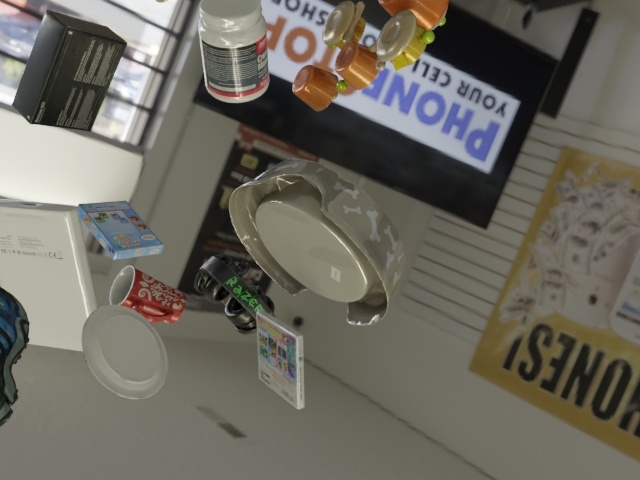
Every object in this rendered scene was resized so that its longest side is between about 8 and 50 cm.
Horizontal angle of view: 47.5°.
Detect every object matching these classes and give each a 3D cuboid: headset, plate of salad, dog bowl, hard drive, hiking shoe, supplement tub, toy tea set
[{"bbox_3d":[-0.224,0.129,2.032,0.243,0.185,0.394,47,165,-11],"label":"headset"},{"bbox_3d":[-0.383,0.218,1.418,0.199,0.048,0.200,37,-145,-31],"label":"plate of salad"},{"bbox_3d":[0.000,0.000,1.320,0.348,0.102,0.349,31,152,18],"label":"dog bowl"},{"bbox_3d":[-0.624,0.082,1.645,0.232,0.353,0.047,5,-154,16],"label":"hard drive"},{"bbox_3d":[-0.546,0.160,1.159,0.132,0.113,0.304,62,-179,-42],"label":"hiking shoe"},{"bbox_3d":[-0.245,-0.549,2.071,0.191,0.191,0.272,24,141,20],"label":"supplement tub"},{"bbox_3d":[0.095,-0.330,1.257,0.124,0.200,0.336,24,157,-33],"label":"toy tea set"}]

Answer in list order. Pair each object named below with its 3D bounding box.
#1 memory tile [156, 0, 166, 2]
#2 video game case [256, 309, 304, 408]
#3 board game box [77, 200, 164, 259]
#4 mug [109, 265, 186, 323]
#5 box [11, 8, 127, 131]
[{"bbox_3d":[-0.297,-0.565,1.547,0.113,0.012,0.148,-18,164,-24],"label":"memory tile"},{"bbox_3d":[-0.076,0.220,1.362,0.019,0.143,0.157,-9,-163,-30],"label":"video game case"},{"bbox_3d":[-0.566,-0.033,2.055,0.160,0.039,0.211,-8,-136,-50],"label":"board game box"},{"bbox_3d":[-0.447,0.164,1.890,0.113,0.150,0.169,-29,138,35],"label":"mug"},{"bbox_3d":[-0.624,-0.415,1.809,0.103,0.261,0.184,39,-159,24],"label":"box"}]
